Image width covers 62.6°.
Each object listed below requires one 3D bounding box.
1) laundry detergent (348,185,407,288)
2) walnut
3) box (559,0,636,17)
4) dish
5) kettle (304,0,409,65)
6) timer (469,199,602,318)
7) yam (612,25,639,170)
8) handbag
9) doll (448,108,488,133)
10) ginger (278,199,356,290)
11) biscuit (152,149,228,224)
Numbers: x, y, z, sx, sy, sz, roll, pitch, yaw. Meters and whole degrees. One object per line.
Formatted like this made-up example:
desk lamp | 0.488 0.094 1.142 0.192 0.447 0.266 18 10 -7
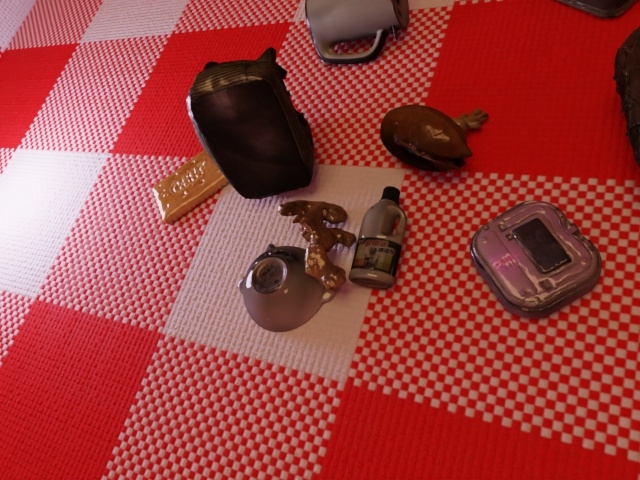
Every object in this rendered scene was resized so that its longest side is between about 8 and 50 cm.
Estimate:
laundry detergent | 0.130 -0.012 1.116 0.099 0.070 0.226 1 63 35
walnut | 0.224 -0.221 1.142 0.137 0.137 0.245 -49 46 -5
box | 0.584 -0.637 1.165 0.138 0.178 0.274 -43 55 -2
dish | -0.096 0.080 1.163 0.236 0.086 0.228 -20 57 14
kettle | 0.094 -0.591 1.397 0.255 0.165 0.241 -5 90 24
timer | 0.391 0.029 0.971 0.190 0.069 0.209 -32 54 4
yam | 0.651 -0.236 0.891 0.240 0.241 0.349 -11 56 20
handbag | -0.152 -0.288 1.257 0.247 0.341 0.240 -12 42 17
doll | 0.327 -0.266 1.167 0.093 0.051 0.061 -41 48 -1
ginger | 0.014 -0.005 1.145 0.149 0.065 0.259 -15 51 -17
biscuit | -0.350 -0.165 1.447 0.249 0.030 0.160 -34 55 6
